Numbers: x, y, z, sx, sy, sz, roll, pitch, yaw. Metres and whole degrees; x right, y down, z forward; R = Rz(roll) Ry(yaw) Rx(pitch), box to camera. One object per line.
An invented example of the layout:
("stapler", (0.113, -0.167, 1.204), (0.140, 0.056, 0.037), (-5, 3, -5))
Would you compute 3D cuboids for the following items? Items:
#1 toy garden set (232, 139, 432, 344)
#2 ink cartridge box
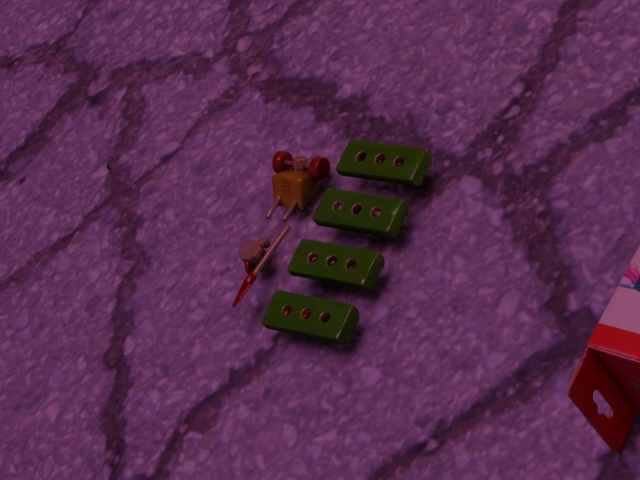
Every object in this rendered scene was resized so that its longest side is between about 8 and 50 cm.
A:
("toy garden set", (0.000, 0.000, 1.912), (0.204, 0.049, 0.244), (10, 64, 38))
("ink cartridge box", (0.326, 0.079, 1.555), (0.078, 0.134, 0.231), (15, 68, 41))
